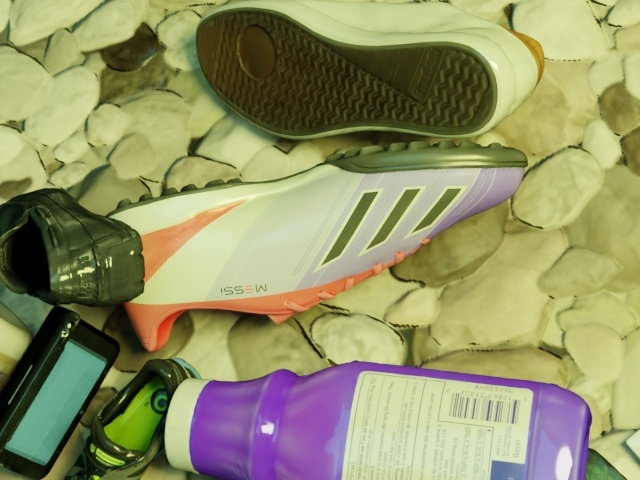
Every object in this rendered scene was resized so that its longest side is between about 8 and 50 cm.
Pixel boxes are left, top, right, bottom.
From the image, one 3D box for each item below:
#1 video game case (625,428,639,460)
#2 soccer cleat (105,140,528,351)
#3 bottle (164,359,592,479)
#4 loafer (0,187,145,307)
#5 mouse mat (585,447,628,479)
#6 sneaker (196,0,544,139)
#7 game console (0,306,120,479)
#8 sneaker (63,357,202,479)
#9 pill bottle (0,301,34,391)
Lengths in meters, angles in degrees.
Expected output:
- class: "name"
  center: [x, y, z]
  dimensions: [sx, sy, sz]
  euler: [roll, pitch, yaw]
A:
- class: "video game case"
  center: [0.280, 0.131, 0.742]
  dimensions: [0.122, 0.011, 0.087]
  euler: [-38, 67, -2]
- class: "soccer cleat"
  center: [0.000, 0.000, 0.820]
  dimensions: [0.318, 0.108, 0.116]
  euler: [-11, 87, 8]
- class: "bottle"
  center: [0.036, 0.142, 0.750]
  dimensions: [0.283, 0.092, 0.118]
  euler: [4, 74, 17]
- class: "loafer"
  center: [-0.207, 0.004, 0.821]
  dimensions: [0.223, 0.078, 0.076]
  euler: [15, 110, 54]
- class: "mouse mat"
  center: [0.192, 0.249, 0.723]
  dimensions: [0.152, 0.007, 0.190]
  euler: [-45, 66, -5]
- class: "sneaker"
  center: [0.037, -0.137, 0.870]
  dimensions: [0.290, 0.123, 0.105]
  euler: [16, 118, 32]
- class: "game console"
  center: [-0.191, 0.116, 0.799]
  dimensions: [0.071, 0.107, 0.122]
  euler: [33, 78, -19]
- class: "sneaker"
  center: [-0.155, 0.163, 0.799]
  dimensions: [0.067, 0.078, 0.188]
  euler: [28, 79, 22]
- class: "pill bottle"
  center: [-0.352, 0.131, 0.818]
  dimensions: [0.153, 0.153, 0.264]
  euler: [36, 82, 22]
